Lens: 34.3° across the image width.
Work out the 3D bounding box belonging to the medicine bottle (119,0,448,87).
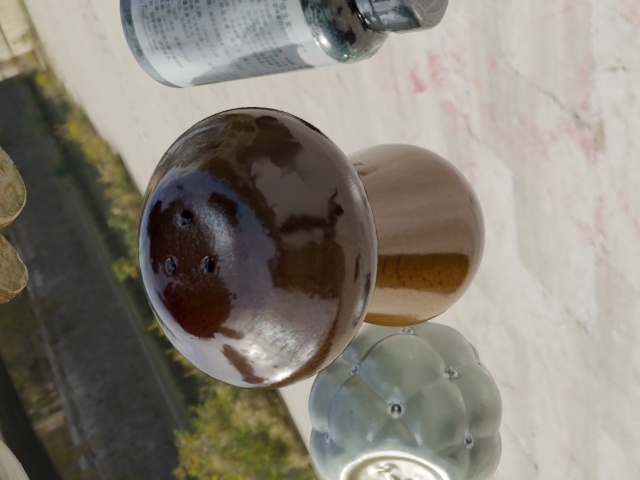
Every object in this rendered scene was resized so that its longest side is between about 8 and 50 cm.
[{"bbox_3d":[-0.033,-0.223,0.944,0.293,0.141,0.141,-1,120,32],"label":"medicine bottle"}]

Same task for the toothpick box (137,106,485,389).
[{"bbox_3d":[0.000,0.000,0.773,0.294,0.192,0.192,-7,-114,-56],"label":"toothpick box"}]

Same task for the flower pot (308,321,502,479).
[{"bbox_3d":[0.102,0.221,1.251,0.195,0.246,0.246,-75,-24,-49],"label":"flower pot"}]

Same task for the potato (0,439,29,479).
[{"bbox_3d":[-0.307,0.197,0.646,0.326,0.243,0.221,97,-178,-72],"label":"potato"}]

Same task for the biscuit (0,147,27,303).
[{"bbox_3d":[-0.262,-0.007,0.673,0.153,0.030,0.234,45,-154,-18],"label":"biscuit"}]
